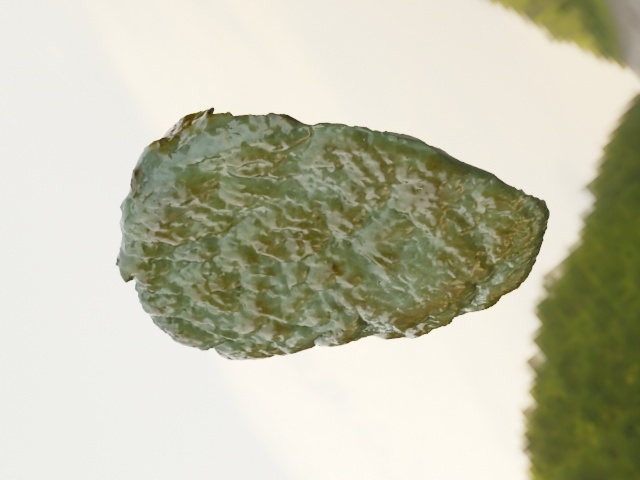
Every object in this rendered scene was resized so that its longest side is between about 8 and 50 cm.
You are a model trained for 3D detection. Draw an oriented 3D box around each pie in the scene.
[{"bbox_3d":[0.004,-0.004,1.261,0.257,0.274,0.105,98,175,-59],"label":"pie"}]
